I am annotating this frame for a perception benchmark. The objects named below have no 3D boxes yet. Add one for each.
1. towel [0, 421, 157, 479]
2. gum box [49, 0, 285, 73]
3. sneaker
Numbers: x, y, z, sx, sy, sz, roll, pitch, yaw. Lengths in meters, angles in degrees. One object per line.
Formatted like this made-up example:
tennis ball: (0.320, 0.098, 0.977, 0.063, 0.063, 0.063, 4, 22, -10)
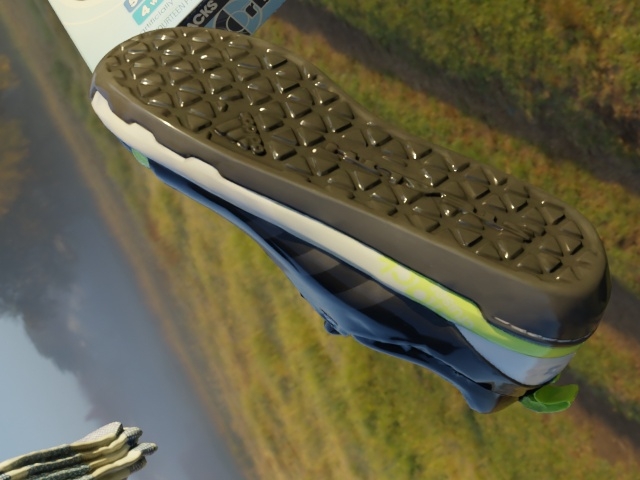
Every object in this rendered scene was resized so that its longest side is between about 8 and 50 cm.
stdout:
towel: (-0.219, 0.139, 0.427, 0.285, 0.209, 0.034, 18, -130, -75)
gum box: (-0.079, -0.172, 0.512, 0.041, 0.157, 0.184, 33, -164, -52)
sneaker: (0.000, 0.000, 0.390, 0.235, 0.084, 0.097, 31, 133, 14)
